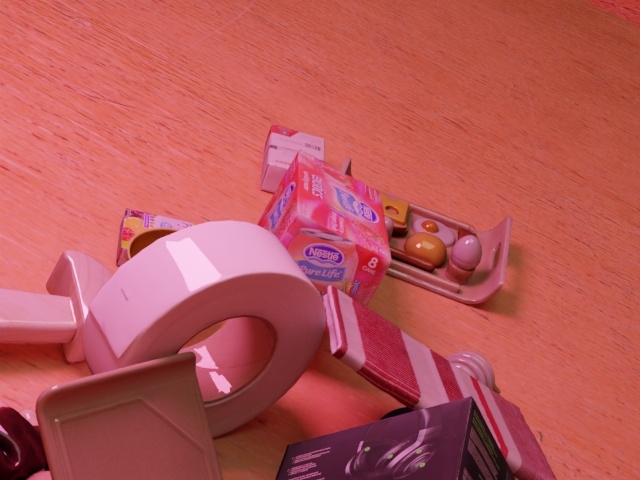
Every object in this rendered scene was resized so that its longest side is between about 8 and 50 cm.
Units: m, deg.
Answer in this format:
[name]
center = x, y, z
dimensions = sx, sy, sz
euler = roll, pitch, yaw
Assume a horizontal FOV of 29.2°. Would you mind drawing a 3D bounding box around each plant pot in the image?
[plant pot]
center = -0.209, 0.060, 1.685
dimensions = 0.134, 0.095, 0.134
euler = 15, 35, -11

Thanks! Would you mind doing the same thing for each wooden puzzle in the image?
[wooden puzzle]
center = -0.198, 0.255, 1.327
dimensions = 0.221, 0.044, 0.239
euler = -10, 89, -49

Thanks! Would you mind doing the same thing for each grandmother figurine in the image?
[grandmother figurine]
center = -0.368, 0.211, 1.363
dimensions = 0.342, 0.104, 0.208
euler = 45, 15, 19

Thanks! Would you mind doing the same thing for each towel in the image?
[towel]
center = 0.142, 0.189, 1.547
dimensions = 0.329, 0.037, 0.237
euler = 34, 11, -12

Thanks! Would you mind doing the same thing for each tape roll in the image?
[tape roll]
center = -0.139, 0.114, 1.477
dimensions = 0.286, 0.286, 0.100
euler = -5, 43, -35

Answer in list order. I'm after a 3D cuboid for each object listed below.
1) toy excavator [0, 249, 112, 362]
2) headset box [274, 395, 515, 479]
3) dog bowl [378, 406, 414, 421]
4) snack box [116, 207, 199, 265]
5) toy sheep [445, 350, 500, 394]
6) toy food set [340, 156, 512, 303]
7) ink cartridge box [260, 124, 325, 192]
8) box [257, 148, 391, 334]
[toy excavator]
center = -0.527, 0.016, 1.512
dimensions = 0.433, 0.222, 0.445
euler = -23, 67, -47
[headset box]
center = 0.067, 0.317, 1.332
dimensions = 0.131, 0.246, 0.283
euler = 61, 25, -22
[dog bowl]
center = 0.184, 0.332, 1.542
dimensions = 0.297, 0.074, 0.166
euler = 37, 36, 21
[snack box]
center = -0.225, 0.008, 1.803
dimensions = 0.141, 0.037, 0.100
euler = 13, 35, -13
[toy sheep]
center = 0.207, 0.199, 1.738
dimensions = 0.091, 0.091, 0.132
euler = 32, 21, 15
[toy food set]
center = 0.162, -0.028, 2.022
dimensions = 0.306, 0.092, 0.220
euler = 21, 34, -1
[ink cartridge box]
center = -0.047, -0.130, 2.080
dimensions = 0.099, 0.056, 0.135
euler = 16, 33, -9
[box]
center = 0.000, 0.000, 1.770
dimensions = 0.154, 0.142, 0.300
euler = 28, 18, -9
